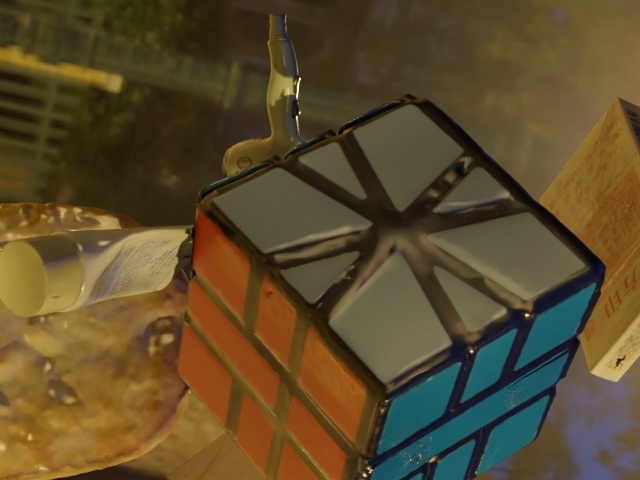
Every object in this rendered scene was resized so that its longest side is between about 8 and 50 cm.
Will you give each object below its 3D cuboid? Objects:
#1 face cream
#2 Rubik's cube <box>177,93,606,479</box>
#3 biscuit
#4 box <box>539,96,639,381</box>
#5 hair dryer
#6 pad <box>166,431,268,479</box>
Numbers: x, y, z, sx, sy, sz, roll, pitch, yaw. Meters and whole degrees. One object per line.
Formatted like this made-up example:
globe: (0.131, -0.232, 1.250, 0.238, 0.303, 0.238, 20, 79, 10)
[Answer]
face cream: (-0.195, 0.023, 1.497, 0.114, 0.224, 0.070, -42, -110, 34)
Rubik's cube: (0.055, 0.076, 1.532, 0.293, 0.288, 0.283, 46, -33, 25)
biscuit: (-0.397, 0.142, 2.442, 0.104, 0.446, 0.429, 136, -57, -63)
box: (0.395, -0.007, 2.149, 0.204, 0.051, 0.365, -56, -155, 32)
hair dryer: (0.000, -0.119, 1.844, 0.088, 0.219, 0.225, -26, 141, -53)
pad: (-0.107, 0.263, 1.840, 0.113, 0.006, 0.188, -37, -160, -11)
